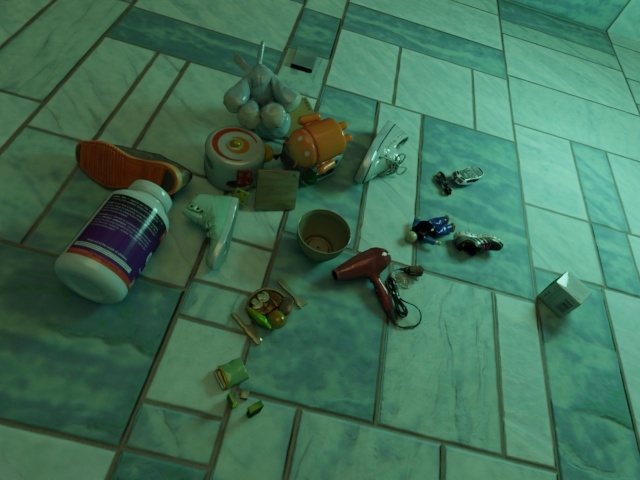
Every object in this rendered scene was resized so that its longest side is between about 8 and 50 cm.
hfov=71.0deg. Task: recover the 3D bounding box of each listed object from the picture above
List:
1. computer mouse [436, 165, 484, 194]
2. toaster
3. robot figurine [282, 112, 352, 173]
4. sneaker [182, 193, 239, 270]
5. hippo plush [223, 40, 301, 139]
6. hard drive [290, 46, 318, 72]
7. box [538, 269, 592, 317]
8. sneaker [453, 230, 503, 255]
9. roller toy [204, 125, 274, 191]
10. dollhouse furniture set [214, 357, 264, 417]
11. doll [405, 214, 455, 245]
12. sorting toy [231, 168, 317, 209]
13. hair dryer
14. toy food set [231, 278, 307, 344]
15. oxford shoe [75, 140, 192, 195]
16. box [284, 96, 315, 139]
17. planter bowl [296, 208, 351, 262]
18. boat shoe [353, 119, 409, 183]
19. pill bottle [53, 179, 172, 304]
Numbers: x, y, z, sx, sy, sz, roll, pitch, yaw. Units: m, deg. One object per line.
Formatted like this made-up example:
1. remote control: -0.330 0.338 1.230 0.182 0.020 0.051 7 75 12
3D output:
1. computer mouse: 0.536 -0.234 1.711 0.193 0.042 0.106 -15 56 -17
2. toaster: -0.032 -0.288 1.542 0.227 0.129 0.146 -29 69 -28
3. robot figurine: -0.008 -0.305 1.415 0.219 0.158 0.128 -25 49 -22
4. sneaker: -0.335 -0.030 1.305 0.151 0.094 0.256 10 52 -5
5. hippo plush: -0.215 -0.462 1.553 0.234 0.236 0.294 -31 78 -14
6. hard drive: -0.069 -0.780 1.941 0.094 0.022 0.135 16 54 -4
7. box: 0.791 0.173 1.454 0.087 0.101 0.102 -28 67 -30
8. sneaker: 0.534 0.020 1.519 0.170 0.063 0.075 11 53 -1
9. roller toy: -0.275 -0.267 1.450 0.209 0.146 0.191 27 54 4
10. dollhouse furniture set: -0.196 0.353 1.091 0.076 0.058 0.152 -22 64 -27
11. doll: 0.370 -0.032 1.521 0.189 0.046 0.129 -16 60 -25
12. sorting toy: -0.151 -0.167 1.432 0.274 0.132 0.046 -1 29 -19
13. hair dryer: 0.177 0.121 1.341 0.293 0.080 0.224 17 54 -2
14. toy food set: -0.138 0.183 1.238 0.132 0.038 0.192 43 56 16
15. oxford shoe: -0.573 -0.223 1.381 0.363 0.130 0.133 19 20 7
16. box: -0.093 -0.469 1.717 0.164 0.021 0.201 -13 61 -22
17. planter bowl: 0.000 0.000 1.360 0.162 0.109 0.162 8 54 -10
18. boat shoe: 0.247 -0.298 1.633 0.156 0.136 0.367 31 44 3
19. pill bottle: -0.523 -0.006 1.179 0.181 0.181 0.323 21 53 0
